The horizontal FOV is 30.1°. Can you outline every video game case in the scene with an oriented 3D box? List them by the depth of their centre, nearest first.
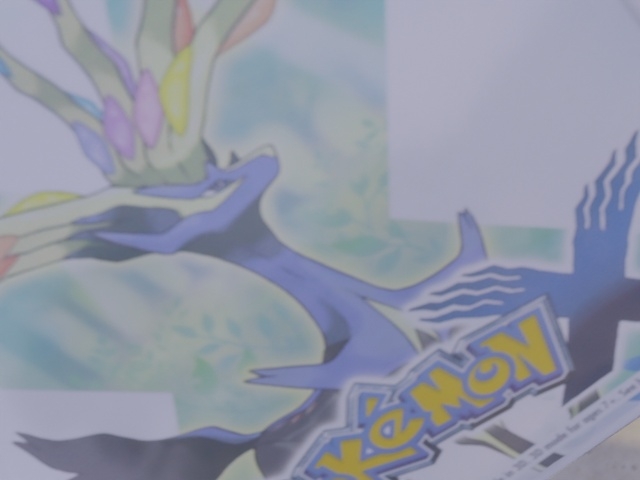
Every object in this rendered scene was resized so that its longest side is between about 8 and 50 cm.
[{"bbox_3d":[0.000,0.000,0.387,0.329,0.300,0.036,-39,35,16],"label":"video game case"}]
